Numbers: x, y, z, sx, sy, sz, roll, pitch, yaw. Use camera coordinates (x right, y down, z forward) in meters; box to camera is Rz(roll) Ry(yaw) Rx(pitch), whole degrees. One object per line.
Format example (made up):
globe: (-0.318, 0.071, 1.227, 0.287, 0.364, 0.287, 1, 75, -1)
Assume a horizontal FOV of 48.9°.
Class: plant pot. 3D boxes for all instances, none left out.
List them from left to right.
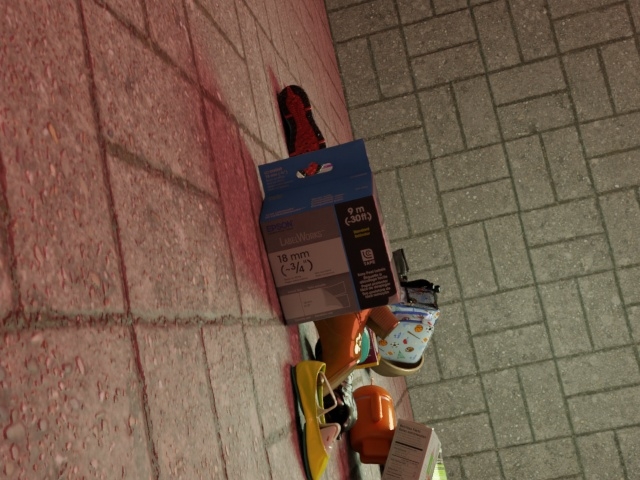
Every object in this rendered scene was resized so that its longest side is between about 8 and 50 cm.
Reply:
plant pot: (0.234, 0.399, 2.473, 0.110, 0.237, 0.237, -58, -163, 30)

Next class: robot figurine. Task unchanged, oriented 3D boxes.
robot figurine: (0.134, 0.478, 1.864, 0.158, 0.128, 0.219, 48, 28, -40)

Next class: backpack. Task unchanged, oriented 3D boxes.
backpack: (0.243, 0.271, 2.336, 0.213, 0.263, 0.276, -85, -171, -58)

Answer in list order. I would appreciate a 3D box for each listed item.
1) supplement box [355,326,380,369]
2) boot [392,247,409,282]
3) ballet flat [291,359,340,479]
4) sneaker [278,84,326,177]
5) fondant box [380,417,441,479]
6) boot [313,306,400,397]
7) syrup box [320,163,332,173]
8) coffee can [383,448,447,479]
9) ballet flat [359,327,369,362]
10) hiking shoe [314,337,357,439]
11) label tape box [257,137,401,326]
supplement box: (0.126, 0.295, 2.196, 0.104, 0.080, 0.188, -22, 99, -80)
boot: (0.190, 0.054, 2.469, 0.118, 0.222, 0.338, -33, 110, -80)
ballet flat: (-0.002, 0.344, 1.365, 0.077, 0.077, 0.231, 55, 24, -69)
sneaker: (-0.038, -0.297, 1.958, 0.125, 0.104, 0.262, 29, 49, -80)
fondant box: (0.211, 0.642, 1.785, 0.238, 0.096, 0.330, 60, 47, -62)
boot: (0.015, 0.195, 1.565, 0.211, 0.295, 0.104, 42, -29, 14)
syrup box: (0.059, -0.135, 2.294, 0.093, 0.096, 0.237, 26, 54, -68)
coffee can: (0.315, 0.821, 2.249, 0.201, 0.201, 0.275, 59, 20, -63)
ballet flat: (0.086, 0.247, 2.045, 0.087, 0.083, 0.247, -114, -175, -53)
hiking shoe: (0.036, 0.328, 1.593, 0.114, 0.086, 0.227, -24, 100, -81)
label tape box: (0.009, -0.016, 1.433, 0.106, 0.240, 0.334, -42, 118, -77)
